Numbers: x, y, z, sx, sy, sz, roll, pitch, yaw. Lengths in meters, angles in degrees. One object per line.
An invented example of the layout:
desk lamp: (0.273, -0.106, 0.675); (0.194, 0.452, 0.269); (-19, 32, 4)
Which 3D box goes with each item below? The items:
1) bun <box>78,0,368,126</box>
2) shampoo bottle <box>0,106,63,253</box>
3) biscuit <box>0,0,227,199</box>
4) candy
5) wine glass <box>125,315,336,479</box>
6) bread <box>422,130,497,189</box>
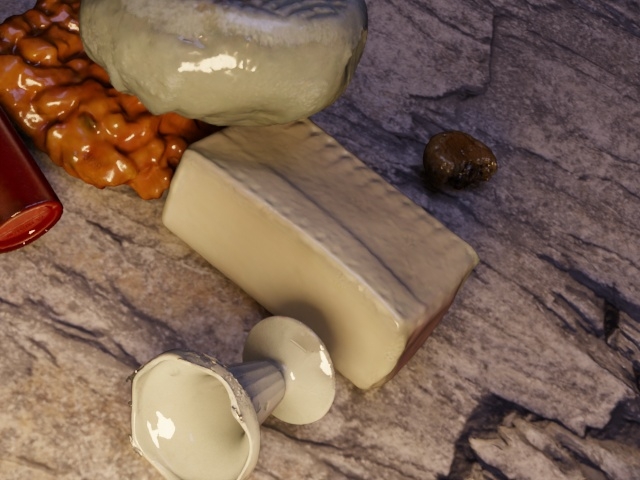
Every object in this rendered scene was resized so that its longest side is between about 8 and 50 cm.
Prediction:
bun: (-0.110, -0.243, 2.038); (0.355, 0.194, 0.354); (8, 31, -5)
shampoo bottle: (-0.403, -0.105, 2.001); (0.102, 0.064, 0.260); (-33, 60, -7)
biscuit: (-0.260, -0.198, 2.163); (0.312, 0.110, 0.318); (36, 40, 10)
candy: (-0.002, 0.002, 2.057); (0.359, 0.145, 0.208); (39, 39, 14)
wine glass: (-0.087, 0.167, 1.818); (0.165, 0.165, 0.196); (41, 38, 18)
bread: (0.185, -0.110, 2.351); (0.113, 0.060, 0.082); (-5, 49, -36)
